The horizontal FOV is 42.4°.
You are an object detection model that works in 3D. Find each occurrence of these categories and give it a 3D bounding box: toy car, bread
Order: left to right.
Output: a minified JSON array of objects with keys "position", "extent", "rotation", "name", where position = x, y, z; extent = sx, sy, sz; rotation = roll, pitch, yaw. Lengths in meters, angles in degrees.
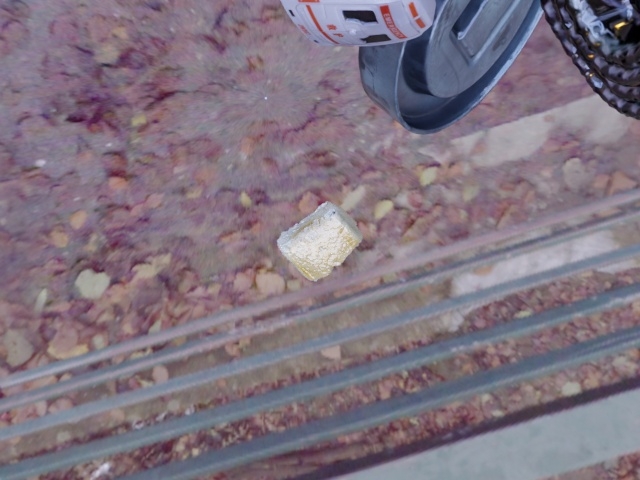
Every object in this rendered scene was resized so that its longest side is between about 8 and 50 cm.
[{"position":[0.000,0.000,0.906],"extent":[0.083,0.035,0.070],"rotation":[-39,126,12],"name":"bread"},{"position":[0.036,-0.248,0.598],"extent":[0.108,0.089,0.210],"rotation":[4,79,25],"name":"toy car"}]

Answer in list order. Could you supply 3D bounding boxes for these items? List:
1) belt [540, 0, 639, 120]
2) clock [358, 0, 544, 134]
[{"position":[0.113,-0.142,0.170],"extent":[0.094,0.359,0.126],"rotation":[-42,67,-6],"name":"belt"},{"position":[0.167,-0.271,0.931],"extent":[0.066,0.319,0.319],"rotation":[38,97,25],"name":"clock"}]
